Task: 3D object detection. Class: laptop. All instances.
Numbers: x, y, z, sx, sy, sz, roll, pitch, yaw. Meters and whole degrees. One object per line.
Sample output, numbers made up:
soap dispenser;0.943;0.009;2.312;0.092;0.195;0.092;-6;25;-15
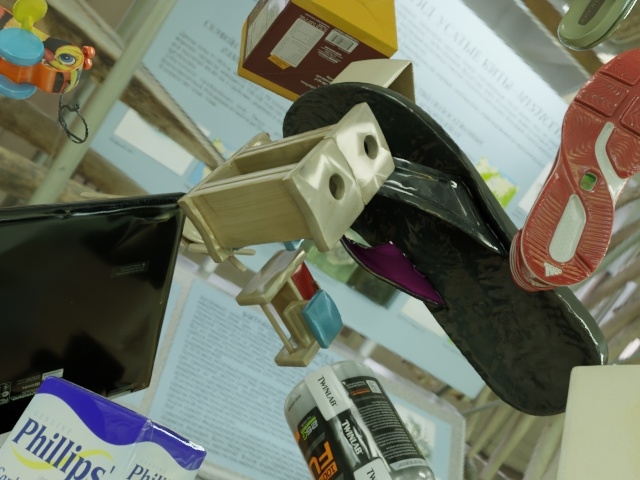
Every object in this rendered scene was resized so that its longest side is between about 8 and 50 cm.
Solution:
laptop;-0.394;0.093;0.684;0.382;0.407;0.236;-11;38;-45

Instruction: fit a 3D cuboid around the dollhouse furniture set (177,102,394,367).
dollhouse furniture set;0.000;0.000;0.572;0.129;0.129;0.183;-7;-59;39

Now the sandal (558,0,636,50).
sandal;0.435;-0.423;0.935;0.086;0.302;0.120;24;11;-26

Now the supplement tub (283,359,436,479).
supplement tub;0.046;0.234;0.699;0.117;0.117;0.190;29;22;-47

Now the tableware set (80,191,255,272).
tableware set;-0.181;-0.004;0.767;0.194;0.039;0.128;5;26;-25

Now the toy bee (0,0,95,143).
toy bee;-0.469;-0.295;1.089;0.298;0.195;0.162;54;41;-15

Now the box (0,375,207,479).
box;-0.172;0.181;0.457;0.126;0.137;0.072;9;-29;36

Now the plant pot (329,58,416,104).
plant pot;0.070;-0.203;0.958;0.096;0.109;0.109;26;-29;29

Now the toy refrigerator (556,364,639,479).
toy refrigerator;0.171;0.177;0.324;0.269;0.094;0.102;-44;122;-56

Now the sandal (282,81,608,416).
sandal;0.109;-0.005;0.679;0.446;0.167;0.107;47;36;16

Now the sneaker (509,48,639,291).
sneaker;0.221;-0.054;0.569;0.087;0.221;0.128;34;-11;7

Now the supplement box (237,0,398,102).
supplement box;-0.007;-0.338;1.084;0.191;0.194;0.129;20;53;-28
